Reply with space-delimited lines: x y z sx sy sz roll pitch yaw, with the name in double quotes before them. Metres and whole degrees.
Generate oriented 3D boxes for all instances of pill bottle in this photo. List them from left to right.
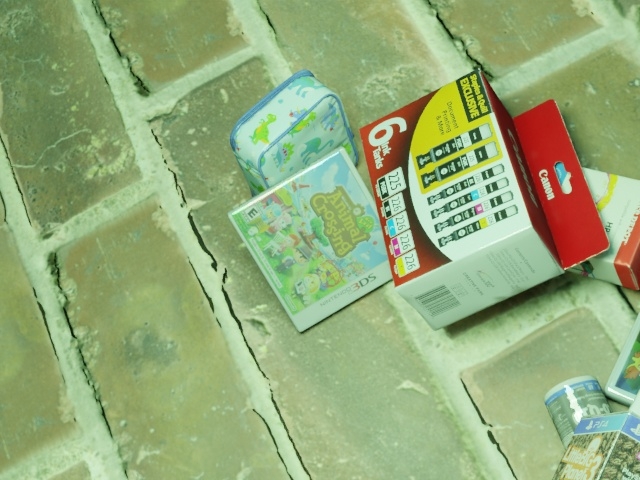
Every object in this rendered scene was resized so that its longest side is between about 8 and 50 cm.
"pill bottle" 0.354 0.253 1.539 0.078 0.078 0.137 -23 62 4

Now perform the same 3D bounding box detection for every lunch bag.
"lunch bag" -0.034 -0.138 1.746 0.176 0.219 0.090 -43 61 -11

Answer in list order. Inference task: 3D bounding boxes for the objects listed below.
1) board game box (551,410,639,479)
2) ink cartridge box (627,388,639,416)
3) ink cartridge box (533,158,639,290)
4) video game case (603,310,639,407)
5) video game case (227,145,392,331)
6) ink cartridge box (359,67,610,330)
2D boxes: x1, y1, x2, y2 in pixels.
"board game box" 0.372 0.386 1.386 0.232 0.141 0.291 31 74 -5
"ink cartridge box" 0.537 0.195 1.496 0.224 0.045 0.223 27 75 24
"ink cartridge box" 0.398 -0.019 1.635 0.231 0.078 0.134 16 70 32
"video game case" 0.584 0.122 1.565 0.300 0.036 0.329 22 74 23
"video game case" 0.000 0.000 1.702 0.193 0.212 0.023 -31 18 -1
"ink cartridge box" 0.220 -0.075 1.633 0.272 0.130 0.309 -26 48 17
